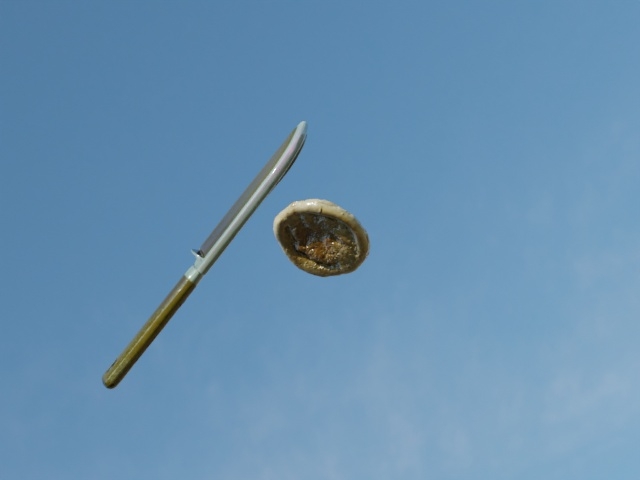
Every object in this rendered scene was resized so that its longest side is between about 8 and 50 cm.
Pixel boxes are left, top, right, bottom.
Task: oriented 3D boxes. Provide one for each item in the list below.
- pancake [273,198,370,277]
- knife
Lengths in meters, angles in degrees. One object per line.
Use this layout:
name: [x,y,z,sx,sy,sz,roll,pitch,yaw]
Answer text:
pancake: [0.001,-0.001,1.794,0.152,0.151,0.025,91,-164,-44]
knife: [-0.120,0.012,1.248,0.027,0.061,0.343,38,-88,-15]
